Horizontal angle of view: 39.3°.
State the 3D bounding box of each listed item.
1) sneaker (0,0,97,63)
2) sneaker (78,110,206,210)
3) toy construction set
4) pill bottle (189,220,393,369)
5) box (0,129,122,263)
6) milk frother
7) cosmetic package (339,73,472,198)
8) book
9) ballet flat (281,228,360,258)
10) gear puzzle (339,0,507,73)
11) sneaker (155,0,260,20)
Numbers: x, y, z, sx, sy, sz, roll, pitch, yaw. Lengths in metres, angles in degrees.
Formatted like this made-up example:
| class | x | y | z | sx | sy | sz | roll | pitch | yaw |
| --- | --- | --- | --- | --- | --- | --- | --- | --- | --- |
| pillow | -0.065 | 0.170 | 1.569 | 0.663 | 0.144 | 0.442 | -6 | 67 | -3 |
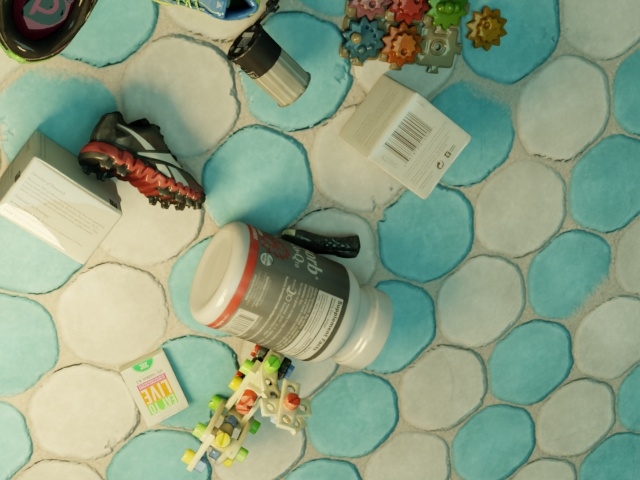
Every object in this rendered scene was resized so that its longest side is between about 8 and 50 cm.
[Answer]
| class | x | y | z | sx | sy | sz | roll | pitch | yaw |
| --- | --- | --- | --- | --- | --- | --- | --- | --- | --- |
| sneaker | -0.371 | -0.490 | 1.417 | 0.185 | 0.202 | 0.482 | 19 | 105 | -24 |
| sneaker | -0.307 | -0.145 | 1.632 | 0.276 | 0.098 | 0.135 | 29 | 63 | -44 |
| toy construction set | -0.144 | 0.336 | 1.802 | 0.151 | 0.215 | 0.328 | 44 | 133 | -12 |
| pill bottle | -0.054 | 0.119 | 1.762 | 0.363 | 0.210 | 0.210 | 23 | 103 | -25 |
| box | -0.457 | -0.078 | 1.574 | 0.182 | 0.181 | 0.119 | 36 | 97 | -26 |
| milk frother | -0.078 | -0.341 | 1.612 | 0.143 | 0.129 | 0.135 | -47 | 123 | 4 |
| cosmetic package | 0.158 | -0.200 | 1.707 | 0.151 | 0.183 | 0.151 | 33 | 99 | -25 |
| book | -0.342 | 0.302 | 1.854 | 0.096 | 0.035 | 0.144 | -25 | 115 | -10 |
| ballet flat | 0.000 | 0.000 | 1.828 | 0.173 | 0.057 | 0.049 | 12 | 67 | -22 |
| gear puzzle | 0.207 | -0.405 | 1.715 | 0.339 | 0.044 | 0.175 | 2 | 111 | -18 |
| sneaker | -0.211 | -0.433 | 1.532 | 0.240 | 0.126 | 0.091 | 6 | 109 | -20 |
